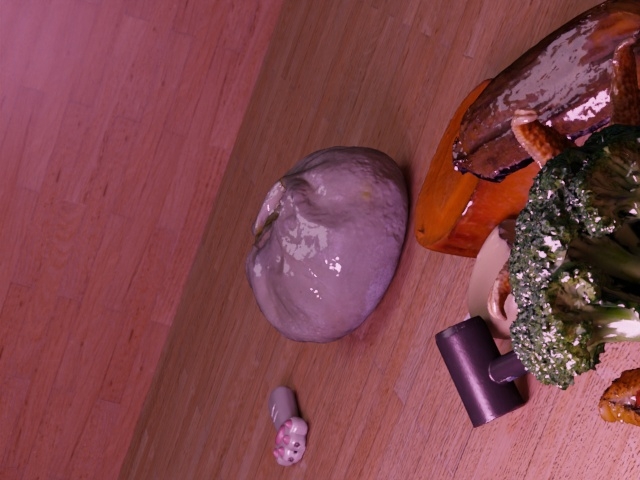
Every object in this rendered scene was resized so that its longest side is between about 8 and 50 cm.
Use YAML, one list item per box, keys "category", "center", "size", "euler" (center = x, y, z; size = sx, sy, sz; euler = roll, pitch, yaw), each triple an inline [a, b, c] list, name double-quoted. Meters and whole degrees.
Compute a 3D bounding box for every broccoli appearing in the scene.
- category: "broccoli"
  center: [0.308, 0.020, 1.424]
  size: [0.294, 0.265, 0.245]
  euler: [-39, 49, -7]

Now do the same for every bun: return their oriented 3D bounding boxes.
- category: "bun"
  center: [0.000, 0.000, 2.443]
  size: [0.362, 0.211, 0.362]
  euler: [-162, 90, -75]

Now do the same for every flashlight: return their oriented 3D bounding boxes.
- category: "flashlight"
  center: [-0.063, 0.324, 2.620]
  size: [0.200, 0.047, 0.093]
  euler: [-110, 39, -63]

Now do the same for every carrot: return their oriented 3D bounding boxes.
- category: "carrot"
  center: [0.221, -0.104, 2.019]
  size: [0.258, 0.100, 0.307]
  euler: [-60, 19, 25]

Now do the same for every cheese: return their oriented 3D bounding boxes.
- category: "cheese"
  center: [0.226, 0.085, 1.858]
  size: [0.163, 0.071, 0.249]
  euler: [-101, 32, -59]

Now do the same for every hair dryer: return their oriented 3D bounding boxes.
- category: "hair dryer"
  center: [0.245, 0.121, 1.726]
  size: [0.255, 0.070, 0.128]
  euler: [-36, 76, 45]

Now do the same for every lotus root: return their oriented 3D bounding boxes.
- category: "lotus root"
  center: [0.272, -0.189, 1.791]
  size: [0.329, 0.078, 0.167]
  euler: [-34, 42, 35]

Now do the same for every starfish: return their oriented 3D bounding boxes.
- category: "starfish"
  center: [0.295, -0.046, 1.602]
  size: [0.375, 0.094, 0.327]
  euler: [-42, -39, -32]

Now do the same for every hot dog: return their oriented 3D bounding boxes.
- category: "hot dog"
  center: [0.354, 0.144, 1.359]
  size: [0.289, 0.083, 0.068]
  euler: [159, 105, -68]
